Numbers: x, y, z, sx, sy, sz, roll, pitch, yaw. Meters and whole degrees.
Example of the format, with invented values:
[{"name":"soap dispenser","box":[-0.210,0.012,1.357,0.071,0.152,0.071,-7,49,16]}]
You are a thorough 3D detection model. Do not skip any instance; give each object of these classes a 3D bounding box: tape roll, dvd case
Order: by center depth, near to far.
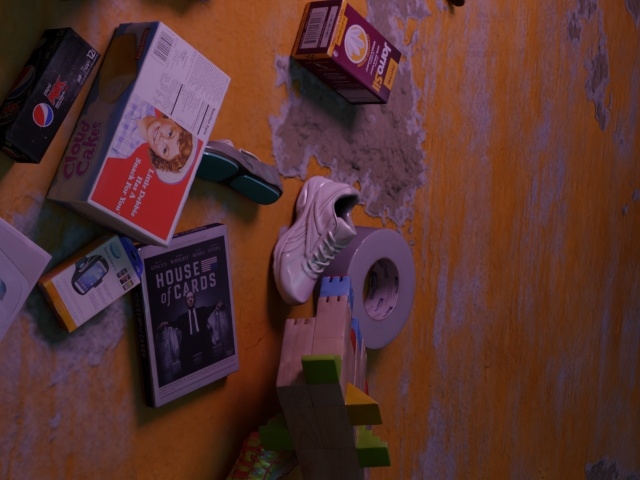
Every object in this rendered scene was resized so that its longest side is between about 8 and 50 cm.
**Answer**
[{"name":"dvd case","box":[-0.199,0.107,1.379,0.179,0.030,0.238,-19,110,-48]},{"name":"tape roll","box":[0.084,0.085,1.685,0.219,0.072,0.219,-8,101,-50]}]

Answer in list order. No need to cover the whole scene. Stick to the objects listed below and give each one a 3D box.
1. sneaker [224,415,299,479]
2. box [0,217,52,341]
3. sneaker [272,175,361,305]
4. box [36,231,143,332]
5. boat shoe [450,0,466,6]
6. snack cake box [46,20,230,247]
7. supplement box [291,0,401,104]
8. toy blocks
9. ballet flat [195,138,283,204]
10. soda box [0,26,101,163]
[{"name":"sneaker","box":[-0.109,0.357,1.491,0.208,0.081,0.094,-41,126,-53]},{"name":"box","box":[-0.435,0.067,0.904,0.127,0.262,0.231,46,60,-44]},{"name":"sneaker","box":[0.000,0.000,1.536,0.090,0.115,0.232,32,71,-48]},{"name":"box","box":[-0.301,0.050,1.233,0.136,0.028,0.081,-39,124,-32]},{"name":"boat shoe","box":[0.268,-0.533,1.837,0.045,0.050,0.135,-41,125,-33]},{"name":"snack cake box","box":[-0.238,-0.142,1.249,0.152,0.089,0.264,35,68,-49]},{"name":"supplement box","box":[0.048,-0.316,1.576,0.188,0.081,0.104,29,73,-49]},{"name":"toy blocks","box":[0.017,0.238,1.514,0.261,0.191,0.381,-82,164,-52]},{"name":"ballet flat","box":[-0.136,-0.116,1.408,0.213,0.072,0.068,27,47,-50]},{"name":"soda box","box":[-0.343,-0.180,1.144,0.060,0.053,0.169,43,62,-44]}]
